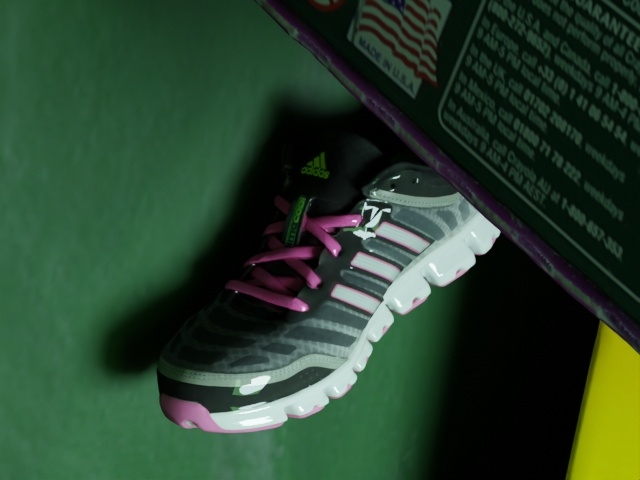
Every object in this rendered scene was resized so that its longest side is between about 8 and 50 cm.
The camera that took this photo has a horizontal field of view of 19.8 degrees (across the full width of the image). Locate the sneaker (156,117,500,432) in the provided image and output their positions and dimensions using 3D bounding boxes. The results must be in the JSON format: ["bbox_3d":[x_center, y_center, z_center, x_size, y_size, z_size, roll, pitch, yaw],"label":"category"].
[{"bbox_3d":[0.000,0.000,0.645,0.170,0.063,0.075,-38,129,-35],"label":"sneaker"}]

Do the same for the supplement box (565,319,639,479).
[{"bbox_3d":[0.204,0.138,0.758,0.195,0.194,0.356,-21,123,-69],"label":"supplement box"}]

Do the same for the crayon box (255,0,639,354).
[{"bbox_3d":[0.164,-0.076,0.552,0.313,0.363,0.106,-13,136,-41],"label":"crayon box"}]
